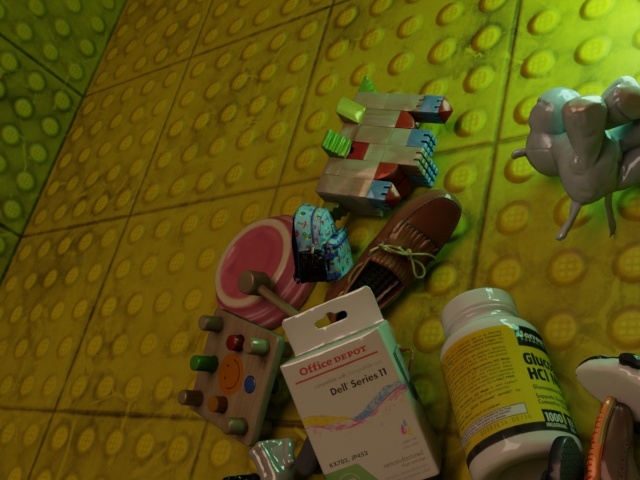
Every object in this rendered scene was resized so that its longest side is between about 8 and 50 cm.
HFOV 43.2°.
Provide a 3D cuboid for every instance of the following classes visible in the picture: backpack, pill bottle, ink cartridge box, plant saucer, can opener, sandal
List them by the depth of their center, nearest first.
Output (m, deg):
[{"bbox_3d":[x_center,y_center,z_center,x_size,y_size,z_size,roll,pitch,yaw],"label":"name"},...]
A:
[{"bbox_3d":[0.358,0.421,1.226,0.054,0.097,0.255,5,102,38],"label":"sandal"},{"bbox_3d":[0.315,0.254,1.404,0.187,0.188,0.334,-31,45,22],"label":"pill bottle"},{"bbox_3d":[0.064,0.283,1.494,0.207,0.119,0.354,-24,87,12],"label":"ink cartridge box"},{"bbox_3d":[0.039,0.345,1.592,0.093,0.074,0.280,34,100,34],"label":"can opener"},{"bbox_3d":[0.000,0.000,1.855,0.116,0.158,0.173,-4,101,18],"label":"backpack"},{"bbox_3d":[-0.149,0.071,2.046,0.332,0.084,0.332,-23,49,29],"label":"plant saucer"}]

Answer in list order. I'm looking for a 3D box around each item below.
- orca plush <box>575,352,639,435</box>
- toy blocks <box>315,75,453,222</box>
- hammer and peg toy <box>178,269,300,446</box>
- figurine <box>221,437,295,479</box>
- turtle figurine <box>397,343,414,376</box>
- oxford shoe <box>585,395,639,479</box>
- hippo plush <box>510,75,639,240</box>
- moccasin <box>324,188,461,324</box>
[{"bbox_3d":[0.551,0.228,1.272,0.102,0.151,0.287,-28,10,-29],"label":"orca plush"},{"bbox_3d":[0.164,-0.202,1.909,0.260,0.191,0.382,10,68,34],"label":"toy blocks"},{"bbox_3d":[-0.178,0.254,1.834,0.266,0.127,0.362,18,93,47],"label":"hammer and peg toy"},{"bbox_3d":[-0.104,0.543,1.642,0.215,0.092,0.209,-50,46,26],"label":"figurine"},{"bbox_3d":[0.055,0.291,1.693,0.270,0.087,0.217,-52,40,-1],"label":"turtle figurine"},{"bbox_3d":[0.470,0.418,1.217,0.132,0.130,0.364,-1,65,21],"label":"oxford shoe"},{"bbox_3d":[0.520,-0.181,1.566,0.236,0.234,0.294,-129,37,-66],"label":"hippo plush"},{"bbox_3d":[0.152,0.047,1.720,0.380,0.139,0.147,-41,17,11],"label":"moccasin"}]
